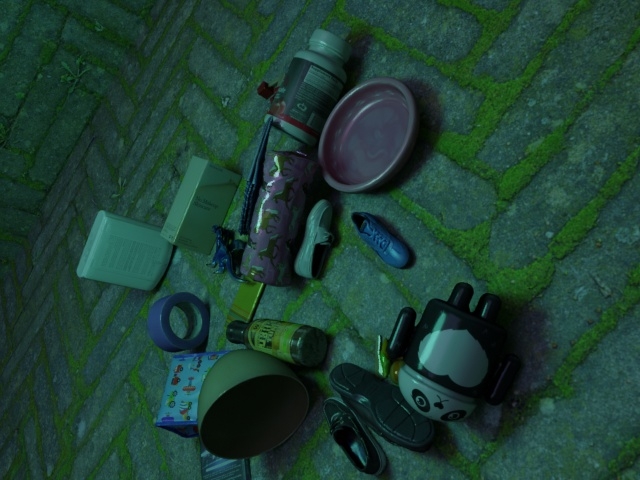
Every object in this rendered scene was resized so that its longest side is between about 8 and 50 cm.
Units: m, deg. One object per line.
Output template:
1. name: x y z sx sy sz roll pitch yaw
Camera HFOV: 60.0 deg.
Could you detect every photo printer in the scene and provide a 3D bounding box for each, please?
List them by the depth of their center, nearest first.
1. photo printer: -0.704 0.047 2.049 0.107 0.307 0.256 24 94 48

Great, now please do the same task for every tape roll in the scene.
1. tape roll: -0.461 0.267 1.808 0.080 0.189 0.189 -19 61 39

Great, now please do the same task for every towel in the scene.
1. towel: -0.192 -0.183 1.684 0.336 0.040 0.243 115 169 -61
2. towel: -0.229 0.187 1.736 0.102 0.021 0.237 21 89 43

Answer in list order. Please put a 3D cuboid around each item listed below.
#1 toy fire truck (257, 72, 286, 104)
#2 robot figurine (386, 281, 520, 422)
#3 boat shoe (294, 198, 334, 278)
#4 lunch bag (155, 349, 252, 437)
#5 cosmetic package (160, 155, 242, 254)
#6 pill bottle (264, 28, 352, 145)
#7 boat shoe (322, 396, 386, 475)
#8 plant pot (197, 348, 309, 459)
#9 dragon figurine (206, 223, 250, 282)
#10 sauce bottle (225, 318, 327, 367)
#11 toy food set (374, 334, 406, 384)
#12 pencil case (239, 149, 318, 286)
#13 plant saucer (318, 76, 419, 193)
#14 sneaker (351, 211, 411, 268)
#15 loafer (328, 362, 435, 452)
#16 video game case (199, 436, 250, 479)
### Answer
1. toy fire truck: -0.133 -0.528 1.907 0.192 0.047 0.135 -34 52 30
2. robot figurine: 0.267 0.224 1.115 0.209 0.173 0.278 25 91 49
3. boat shoe: -0.001 0.000 1.550 0.081 0.079 0.227 21 94 38
4. lunch bag: -0.315 0.444 1.632 0.293 0.138 0.221 -16 50 30
5. cosmetic package: -0.419 -0.122 1.947 0.113 0.160 0.309 25 93 46
6. pill bottle: -0.028 -0.463 1.683 0.176 0.176 0.318 31 96 47
7. boat shoe: 0.061 0.454 1.298 0.080 0.076 0.228 -54 45 14
8. plant pot: -0.195 0.393 1.440 0.284 0.284 0.191 -55 38 13
9. dragon figurine: -0.300 0.037 1.794 0.289 0.085 0.144 31 108 59
10. sauce bottle: -0.137 0.275 1.541 0.344 0.111 0.111 -2 73 44
11. toy food set: 0.192 0.263 1.272 0.192 0.038 0.132 -16 63 40
12. pencil case: -0.116 -0.067 1.570 0.167 0.160 0.386 -141 63 -72
13. plant saucer: 0.138 -0.278 1.511 0.332 0.084 0.332 -18 62 38
14. sneaker: 0.144 -0.004 1.398 0.069 0.082 0.209 -52 47 13
15. loafer: 0.141 0.383 1.254 0.109 0.095 0.302 -34 38 -26
16. video game case: -0.278 0.641 1.596 0.196 0.026 0.274 -32 53 32
